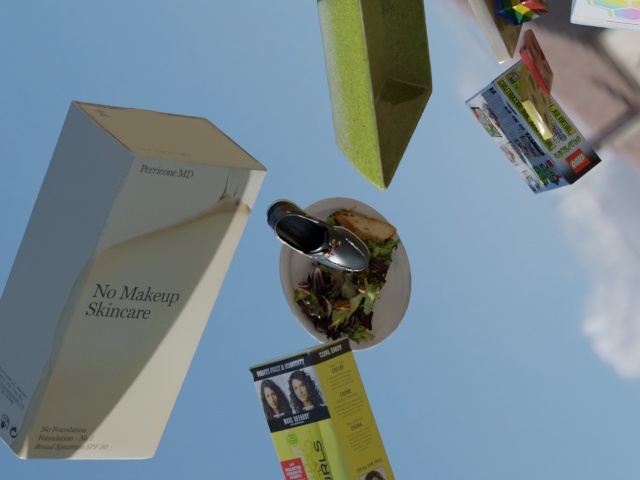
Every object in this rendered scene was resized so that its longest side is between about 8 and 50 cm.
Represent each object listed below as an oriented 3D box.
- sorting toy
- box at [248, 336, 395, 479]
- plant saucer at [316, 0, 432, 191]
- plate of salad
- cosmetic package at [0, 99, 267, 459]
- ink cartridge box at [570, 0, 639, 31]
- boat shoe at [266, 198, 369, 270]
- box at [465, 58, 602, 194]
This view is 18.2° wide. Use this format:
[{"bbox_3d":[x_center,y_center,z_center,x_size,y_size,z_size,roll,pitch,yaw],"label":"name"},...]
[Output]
[{"bbox_3d":[0.145,-0.218,1.585,0.274,0.046,0.132,63,-159,-18],"label":"sorting toy"},{"bbox_3d":[0.016,0.208,1.766,0.058,0.087,0.232,-19,-89,-46],"label":"box"},{"bbox_3d":[0.042,-0.163,1.611,0.188,0.045,0.188,-64,-29,-56],"label":"plant saucer"},{"bbox_3d":[0.038,0.041,2.534,0.199,0.048,0.200,7,-104,-32],"label":"plate of salad"},{"bbox_3d":[-0.187,0.040,1.809,0.160,0.309,0.113,4,-153,-42],"label":"cosmetic package"},{"bbox_3d":[0.320,-0.273,2.046,0.209,0.109,0.062,79,-161,-80],"label":"ink cartridge box"},{"bbox_3d":[-0.001,0.001,2.196,0.133,0.049,0.042,30,-163,-23],"label":"boat shoe"},{"bbox_3d":[0.188,-0.099,1.804,0.114,0.036,0.207,52,177,-1],"label":"box"}]
